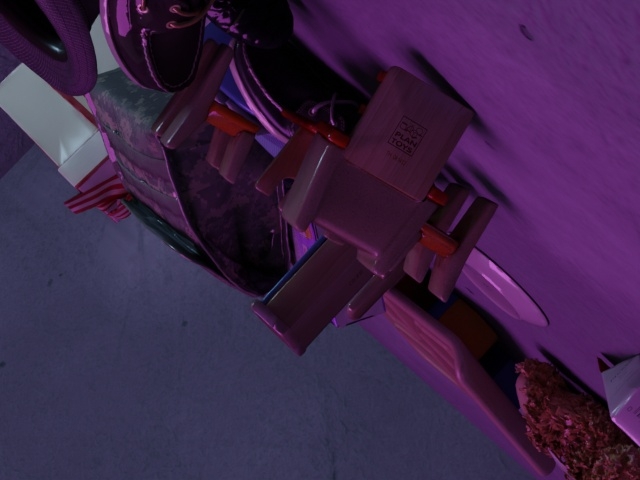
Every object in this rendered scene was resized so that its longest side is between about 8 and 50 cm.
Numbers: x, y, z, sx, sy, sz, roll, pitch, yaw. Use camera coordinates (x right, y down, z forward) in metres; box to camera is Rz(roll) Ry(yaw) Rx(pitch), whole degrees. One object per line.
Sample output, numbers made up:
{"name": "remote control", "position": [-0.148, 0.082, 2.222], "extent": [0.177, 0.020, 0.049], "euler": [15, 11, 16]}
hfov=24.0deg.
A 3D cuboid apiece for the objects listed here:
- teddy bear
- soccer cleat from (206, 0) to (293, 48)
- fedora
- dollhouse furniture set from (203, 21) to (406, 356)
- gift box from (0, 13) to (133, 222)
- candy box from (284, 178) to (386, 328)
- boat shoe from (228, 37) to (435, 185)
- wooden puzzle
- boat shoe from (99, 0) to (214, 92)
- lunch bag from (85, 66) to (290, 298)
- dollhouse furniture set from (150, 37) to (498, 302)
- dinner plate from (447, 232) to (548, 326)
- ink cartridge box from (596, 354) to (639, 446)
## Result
{"name": "teddy bear", "position": [0.340, 0.260, 1.691], "extent": [0.338, 0.113, 0.245], "euler": [49, 173, 45]}
{"name": "soccer cleat", "position": [-0.085, -0.219, 1.178], "extent": [0.179, 0.060, 0.072], "euler": [48, 176, -17]}
{"name": "fedora", "position": [-0.242, -0.259, 1.266], "extent": [0.244, 0.124, 0.275], "euler": [39, 165, 23]}
{"name": "dollhouse furniture set", "position": [-0.065, -0.049, 1.633], "extent": [0.303, 0.198, 0.286], "euler": [43, 175, 14]}
{"name": "gift box", "position": [-0.349, -0.188, 2.398], "extent": [0.258, 0.255, 0.276], "euler": [44, -179, 15]}
{"name": "candy box", "position": [0.000, 0.000, 1.866], "extent": [0.196, 0.070, 0.165], "euler": [-148, 44, -67]}
{"name": "boat shoe", "position": [0.013, -0.106, 1.347], "extent": [0.233, 0.084, 0.079], "euler": [49, 147, -6]}
{"name": "wooden puzzle", "position": [0.169, 0.127, 2.007], "extent": [0.348, 0.080, 0.322], "euler": [45, 177, 44]}
{"name": "boat shoe", "position": [-0.114, -0.196, 1.102], "extent": [0.068, 0.081, 0.228], "euler": [30, 141, 31]}
{"name": "lunch bag", "position": [-0.153, -0.075, 1.878], "extent": [0.235, 0.169, 0.287], "euler": [37, 150, 53]}
{"name": "dollhouse furniture set", "position": [0.024, -0.069, 1.178], "extent": [0.262, 0.135, 0.259], "euler": [29, -177, -16]}
{"name": "dinner plate", "position": [0.178, 0.045, 1.556], "extent": [0.141, 0.017, 0.141], "euler": [44, 174, 6]}
{"name": "ink cartridge box", "position": [0.330, 0.172, 1.339], "extent": [0.181, 0.056, 0.225], "euler": [43, -166, -1]}
